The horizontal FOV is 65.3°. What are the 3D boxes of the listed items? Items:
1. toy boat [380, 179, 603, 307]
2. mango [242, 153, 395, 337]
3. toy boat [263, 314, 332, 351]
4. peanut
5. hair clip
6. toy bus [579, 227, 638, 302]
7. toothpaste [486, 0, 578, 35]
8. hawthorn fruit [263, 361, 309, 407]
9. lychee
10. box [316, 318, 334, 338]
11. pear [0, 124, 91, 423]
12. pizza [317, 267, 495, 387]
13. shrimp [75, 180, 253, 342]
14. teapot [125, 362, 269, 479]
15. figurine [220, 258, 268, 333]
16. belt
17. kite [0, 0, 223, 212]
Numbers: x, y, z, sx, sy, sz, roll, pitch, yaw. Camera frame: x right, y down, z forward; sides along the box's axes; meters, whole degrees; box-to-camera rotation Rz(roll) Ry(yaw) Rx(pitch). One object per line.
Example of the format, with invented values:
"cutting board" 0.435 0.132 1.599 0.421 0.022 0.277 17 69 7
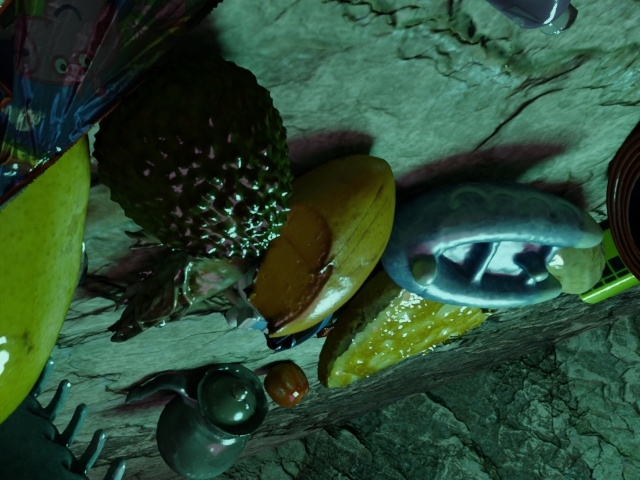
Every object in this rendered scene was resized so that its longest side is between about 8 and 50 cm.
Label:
"toy boat" 0.251 0.026 0.748 0.330 0.123 0.215 10 131 -12
"mango" 0.000 0.000 0.623 0.154 0.126 0.252 33 102 -16
"toy boat" -0.047 0.133 0.898 0.097 0.100 0.223 -17 159 -42
"peanut" 0.442 0.011 0.935 0.153 0.140 0.325 12 171 45
"hair clip" -0.495 0.340 0.759 0.238 0.318 0.392 -4 125 -55
"toy bus" 0.676 0.026 1.091 0.262 0.150 0.128 -37 150 32
"toothpaste" 0.120 -0.231 0.372 0.301 0.048 0.075 13 144 -42
"hawthorn fruit" -0.088 0.383 1.333 0.128 0.128 0.128 -14 153 -7
"lychee" -0.093 -0.062 0.406 0.171 0.171 0.171 -14 153 -7
"box" -0.002 0.139 0.955 0.023 0.082 0.051 -8 152 -24
"pear" -0.299 0.008 0.314 0.285 0.285 0.336 8 135 -41
"pizza" 0.206 0.157 1.077 0.406 0.130 0.440 3 136 -37
"shrimp" -0.213 0.025 0.620 0.247 0.085 0.360 13 135 -36
"teapot" -0.276 0.395 1.210 0.285 0.305 0.223 -49 177 35
"figurine" -0.075 0.082 0.770 0.137 0.112 0.229 25 136 -26
"belt" 0.556 -0.066 0.763 0.115 0.227 0.324 -18 134 0
"kite" -0.170 -0.125 0.254 0.321 0.016 0.234 -3 107 -53
